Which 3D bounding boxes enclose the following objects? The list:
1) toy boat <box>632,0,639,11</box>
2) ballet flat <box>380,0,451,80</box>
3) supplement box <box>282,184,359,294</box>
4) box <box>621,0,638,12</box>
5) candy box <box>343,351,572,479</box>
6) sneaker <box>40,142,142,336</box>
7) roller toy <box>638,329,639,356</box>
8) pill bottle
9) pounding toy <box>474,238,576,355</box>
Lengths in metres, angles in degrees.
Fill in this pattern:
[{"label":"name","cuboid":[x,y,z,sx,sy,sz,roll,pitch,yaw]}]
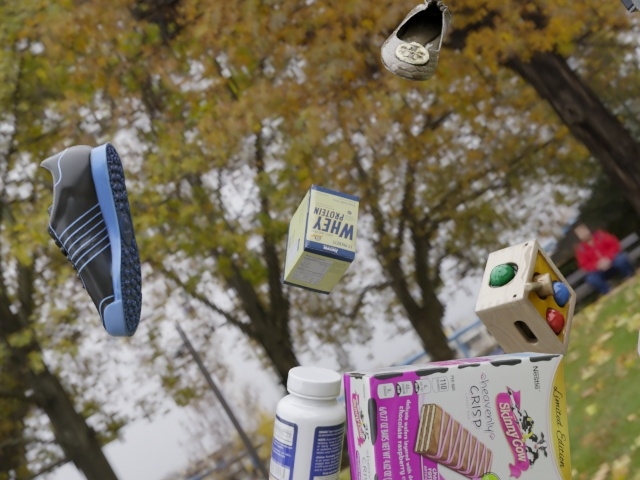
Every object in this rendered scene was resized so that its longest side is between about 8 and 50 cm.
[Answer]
[{"label":"toy boat","cuboid":[0.398,-0.210,0.950,0.318,0.148,0.267,-21,10,-25]},{"label":"ballet flat","cuboid":[0.145,-0.294,1.610,0.058,0.084,0.250,-66,-4,33]},{"label":"supplement box","cuboid":[0.000,0.000,1.229,0.056,0.083,0.083,14,-34,-14]},{"label":"box","cuboid":[0.462,-0.380,1.388,0.207,0.108,0.153,-16,-22,-32]},{"label":"candy box","cuboid":[0.148,0.207,1.189,0.233,0.159,0.071,-4,-1,-23]},{"label":"sneaker","cuboid":[-0.271,0.003,1.329,0.090,0.232,0.081,-9,-4,10]},{"label":"roller toy","cuboid":[0.518,0.089,1.499,0.191,0.146,0.209,55,-130,-78]},{"label":"pill bottle","cuboid":[-0.017,0.299,1.771,0.112,0.112,0.186,-9,-71,-59]},{"label":"pounding toy","cuboid":[0.263,0.072,1.416,0.100,0.141,0.130,-20,32,35]}]
